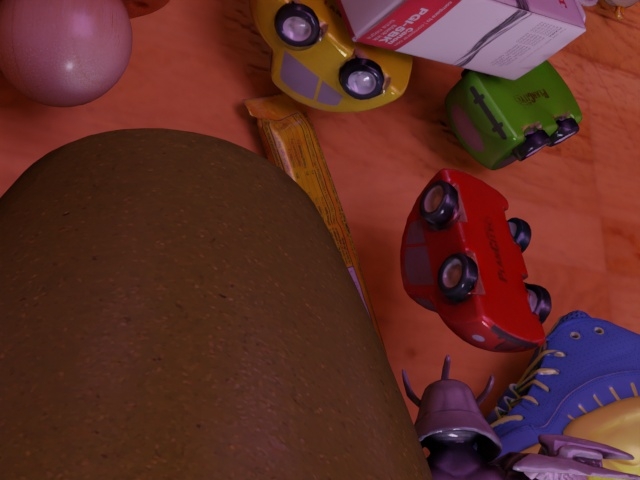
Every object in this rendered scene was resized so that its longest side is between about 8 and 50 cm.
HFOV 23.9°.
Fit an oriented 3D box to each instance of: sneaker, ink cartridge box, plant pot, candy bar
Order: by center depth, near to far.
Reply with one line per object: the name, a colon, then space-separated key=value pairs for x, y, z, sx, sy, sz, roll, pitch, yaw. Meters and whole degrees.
plant pot: x=-0.066 y=0.111 z=0.529 sx=0.275 sy=0.275 sz=0.293 roll=33 pitch=39 yaw=-29
candy bar: x=0.000 y=0.000 z=0.765 sx=0.040 sy=0.018 sz=0.161 roll=-14 pitch=85 yaw=-46
ink cartridge box: x=0.063 y=-0.144 z=0.778 sx=0.135 sy=0.056 sz=0.099 roll=7 pitch=56 yaw=-46
sneaker: x=0.119 y=0.106 z=0.807 sx=0.240 sy=0.091 sz=0.126 roll=-3 pitch=43 yaw=-29

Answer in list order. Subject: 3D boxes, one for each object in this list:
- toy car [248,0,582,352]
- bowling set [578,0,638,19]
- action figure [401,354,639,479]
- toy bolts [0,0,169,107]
toy car: x=0.071 y=-0.056 z=0.807 sx=0.225 sy=0.053 sz=0.239 roll=-20 pitch=76 yaw=-54
bowling set: x=0.220 y=-0.298 z=0.950 sx=0.154 sy=0.200 sz=0.287 roll=12 pitch=72 yaw=-40
action figure: x=0.059 y=0.191 z=0.664 sx=0.185 sy=0.099 sz=0.285 roll=-2 pitch=77 yaw=3
toy bolts: x=-0.144 y=-0.158 z=0.584 sx=0.229 sy=0.218 sz=0.158 roll=10 pitch=74 yaw=-20
